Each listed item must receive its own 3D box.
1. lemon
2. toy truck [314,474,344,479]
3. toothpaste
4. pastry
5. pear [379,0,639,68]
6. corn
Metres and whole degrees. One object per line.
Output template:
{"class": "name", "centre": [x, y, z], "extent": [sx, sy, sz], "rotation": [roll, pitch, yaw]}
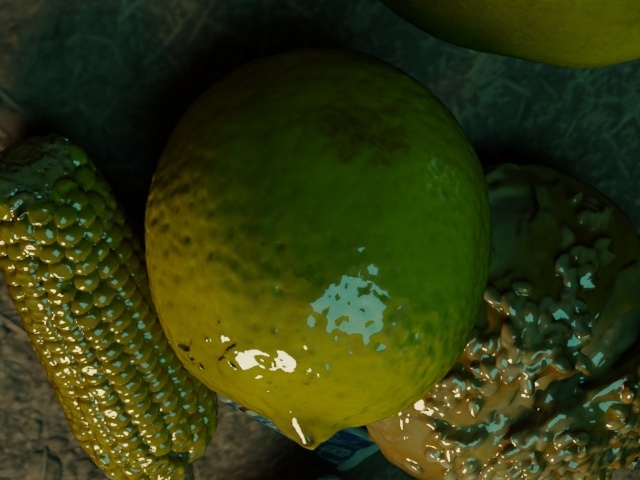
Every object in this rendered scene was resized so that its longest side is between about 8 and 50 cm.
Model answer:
{"class": "lemon", "centre": [-0.001, -0.001, 1.222], "extent": [0.267, 0.267, 0.267], "rotation": [-11, 124, -17]}
{"class": "toy truck", "centre": [-0.072, 0.368, 1.482], "extent": [0.385, 0.161, 0.162], "rotation": [-45, 158, 8]}
{"class": "toothpaste", "centre": [-0.024, 0.145, 1.448], "extent": [0.057, 0.035, 0.197], "rotation": [-38, 131, 23]}
{"class": "pastry", "centre": [0.168, 0.099, 1.405], "extent": [0.284, 0.184, 0.315], "rotation": [-30, 128, -2]}
{"class": "pear", "centre": [0.158, -0.243, 1.140], "extent": [0.321, 0.269, 0.269], "rotation": [-3, 123, -7]}
{"class": "corn", "centre": [-0.159, 0.065, 1.284], "extent": [0.119, 0.119, 0.322], "rotation": [-27, 126, -5]}
